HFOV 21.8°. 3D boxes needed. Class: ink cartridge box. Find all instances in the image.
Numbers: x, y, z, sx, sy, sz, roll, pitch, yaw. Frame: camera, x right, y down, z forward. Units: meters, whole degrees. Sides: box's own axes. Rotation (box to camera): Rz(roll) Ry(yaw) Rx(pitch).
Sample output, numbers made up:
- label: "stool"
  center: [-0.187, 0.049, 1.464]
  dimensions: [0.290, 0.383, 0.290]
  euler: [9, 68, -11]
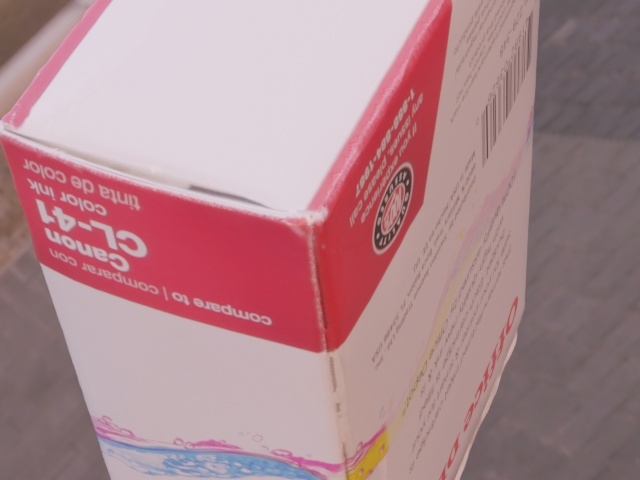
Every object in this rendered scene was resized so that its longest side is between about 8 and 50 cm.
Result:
- label: "ink cartridge box"
  center: [0.000, 0.000, 0.704]
  dimensions: [0.306, 0.131, 0.226]
  euler: [86, -154, -49]
